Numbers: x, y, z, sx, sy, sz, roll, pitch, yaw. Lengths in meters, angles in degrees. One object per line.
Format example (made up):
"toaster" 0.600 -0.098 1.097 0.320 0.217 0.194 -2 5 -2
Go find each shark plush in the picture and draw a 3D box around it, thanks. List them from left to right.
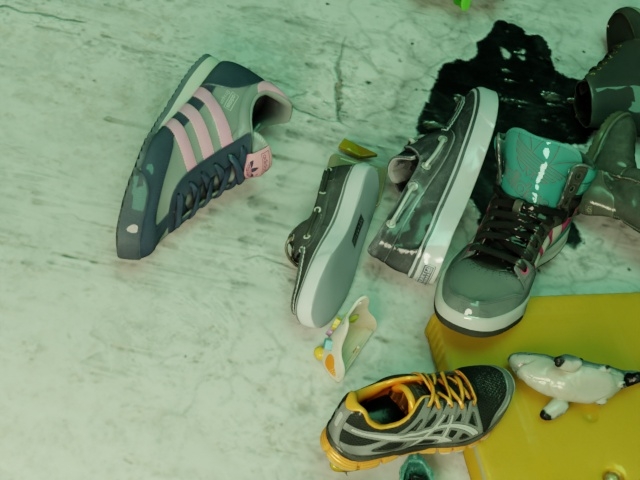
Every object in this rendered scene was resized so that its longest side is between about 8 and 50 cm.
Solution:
"shark plush" 0.285 0.136 1.371 0.161 0.073 0.067 -8 23 -16

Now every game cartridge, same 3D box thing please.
"game cartridge" 0.282 0.200 1.383 0.285 0.053 0.324 -1 50 -17

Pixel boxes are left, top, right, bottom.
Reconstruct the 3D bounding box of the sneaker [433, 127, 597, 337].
"sneaker" 0.223 -0.030 1.427 0.124 0.178 0.295 20 37 18

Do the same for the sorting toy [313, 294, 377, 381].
"sorting toy" 0.030 0.095 1.374 0.045 0.075 0.083 30 50 9

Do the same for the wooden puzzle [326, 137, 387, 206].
"wooden puzzle" 0.041 -0.072 1.553 0.078 0.014 0.116 19 49 5

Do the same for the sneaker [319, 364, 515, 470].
"sneaker" 0.105 0.167 1.283 0.215 0.083 0.084 -17 52 -23

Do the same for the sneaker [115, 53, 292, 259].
"sneaker" -0.127 -0.091 1.455 0.131 0.112 0.319 20 51 4

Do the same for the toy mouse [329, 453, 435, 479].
"toy mouse" 0.063 0.258 1.281 0.143 0.031 0.161 43 54 19

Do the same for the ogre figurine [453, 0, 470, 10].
"ogre figurine" 0.200 -0.385 1.803 0.197 0.097 0.118 18 30 -21

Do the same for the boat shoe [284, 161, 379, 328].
"boat shoe" 0.000 0.000 1.447 0.076 0.080 0.228 5 55 22

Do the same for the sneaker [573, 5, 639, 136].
"sneaker" 0.398 -0.240 1.743 0.118 0.083 0.222 4 52 -12

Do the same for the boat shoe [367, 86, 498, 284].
"boat shoe" 0.133 -0.083 1.534 0.102 0.108 0.301 23 57 1

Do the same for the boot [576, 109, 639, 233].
"boot" 0.427 -0.065 1.583 0.208 0.076 0.190 17 59 28
